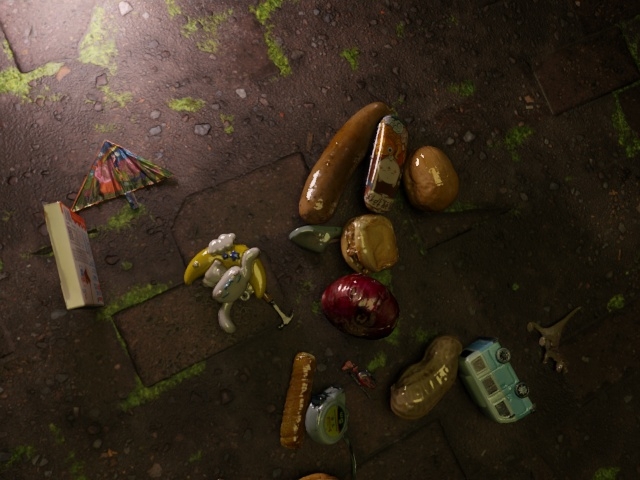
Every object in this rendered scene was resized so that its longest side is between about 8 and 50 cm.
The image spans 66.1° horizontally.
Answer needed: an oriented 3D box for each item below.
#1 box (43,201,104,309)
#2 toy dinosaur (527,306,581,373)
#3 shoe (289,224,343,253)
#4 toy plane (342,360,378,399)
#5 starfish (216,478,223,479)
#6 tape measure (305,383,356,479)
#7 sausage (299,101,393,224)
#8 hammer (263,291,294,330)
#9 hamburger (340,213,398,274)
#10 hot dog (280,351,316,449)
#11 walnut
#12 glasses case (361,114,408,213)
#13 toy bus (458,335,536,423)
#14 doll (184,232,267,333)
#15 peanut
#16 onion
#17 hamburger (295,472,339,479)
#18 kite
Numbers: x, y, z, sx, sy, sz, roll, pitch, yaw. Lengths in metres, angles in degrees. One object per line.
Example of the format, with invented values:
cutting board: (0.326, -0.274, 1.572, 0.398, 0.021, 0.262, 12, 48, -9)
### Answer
box: (-0.649, 0.053, 1.307, 0.048, 0.273, 0.265, -15, 85, -16)
toy dinosaur: (0.841, 0.338, 1.765, 0.199, 0.072, 0.252, 20, 66, -21)
shoe: (0.000, 0.000, 1.575, 0.195, 0.079, 0.078, -4, 65, -21)
toy plane: (0.132, 0.438, 1.577, 0.060, 0.037, 0.145, -44, 99, -5)
starfish: (-0.264, 0.808, 1.425, 0.240, 0.043, 0.228, -31, 92, -19)
tape measure: (0.032, 0.623, 1.501, 0.163, 0.084, 0.331, -7, 92, -39)
sausage: (0.074, -0.268, 1.606, 0.136, 0.123, 0.501, 26, 72, 15)
hammer: (-0.159, 0.183, 1.542, 0.078, 0.021, 0.201, -40, 93, -11)
hamburger: (0.159, 0.009, 1.574, 0.213, 0.108, 0.214, 12, 71, -40)
hot dog: (-0.067, 0.489, 1.504, 0.082, 0.068, 0.289, 10, 81, -6)
walnut: (0.362, -0.204, 1.639, 0.193, 0.193, 0.226, -22, 84, -16)
glasses case: (0.209, -0.246, 1.593, 0.122, 0.082, 0.322, 16, 85, -41)
toy bus: (0.571, 0.474, 1.635, 0.164, 0.133, 0.272, -28, 88, -11)
doll: (-0.275, 0.113, 1.475, 0.237, 0.111, 0.252, 42, 79, -5)
peanut: (0.345, 0.436, 1.581, 0.153, 0.140, 0.325, 26, 63, 34)
onion: (0.128, 0.201, 1.507, 0.246, 0.246, 0.190, 32, 66, -8)
hamburger: (-0.011, 0.840, 1.420, 0.313, 0.170, 0.290, -16, 93, -17)
kite: (-0.614, -0.200, 1.481, 0.320, 0.016, 0.234, -23, 89, -16)
